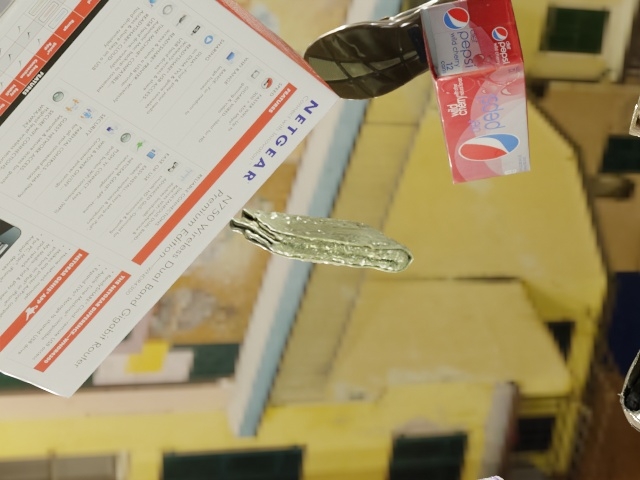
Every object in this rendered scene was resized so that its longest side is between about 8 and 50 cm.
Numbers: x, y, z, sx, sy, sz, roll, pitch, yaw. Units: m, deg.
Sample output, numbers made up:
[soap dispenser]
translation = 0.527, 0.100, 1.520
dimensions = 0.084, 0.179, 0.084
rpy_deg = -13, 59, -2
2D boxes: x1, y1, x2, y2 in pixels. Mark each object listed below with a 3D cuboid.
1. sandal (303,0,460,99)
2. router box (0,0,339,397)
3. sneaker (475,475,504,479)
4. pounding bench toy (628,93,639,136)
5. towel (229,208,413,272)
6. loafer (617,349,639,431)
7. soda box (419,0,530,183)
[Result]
[sandal]
translation = 0.086, -0.224, 1.762
dimensions = 0.060, 0.219, 0.090
rpy_deg = -125, -169, -70
[router box]
translation = -0.194, -0.064, 1.163
dimensions = 0.335, 0.301, 0.082
rpy_deg = -47, -129, 8
[sneaker]
translation = 0.196, 0.381, 1.615
dimensions = 0.102, 0.161, 0.282
rpy_deg = 171, -100, -75
[pounding bench toy]
translation = 0.399, -0.150, 1.778
dimensions = 0.052, 0.083, 0.065
rpy_deg = -65, 168, -46
[towel]
translation = 0.000, 0.000, 1.440
dimensions = 0.110, 0.148, 0.027
rpy_deg = 34, -64, 62
[loafer]
translation = 0.428, 0.116, 1.821
dimensions = 0.094, 0.087, 0.251
rpy_deg = 32, -81, 33
[soda box]
translation = 0.164, -0.151, 1.624
dimensions = 0.263, 0.092, 0.083
rpy_deg = 66, 15, -68
